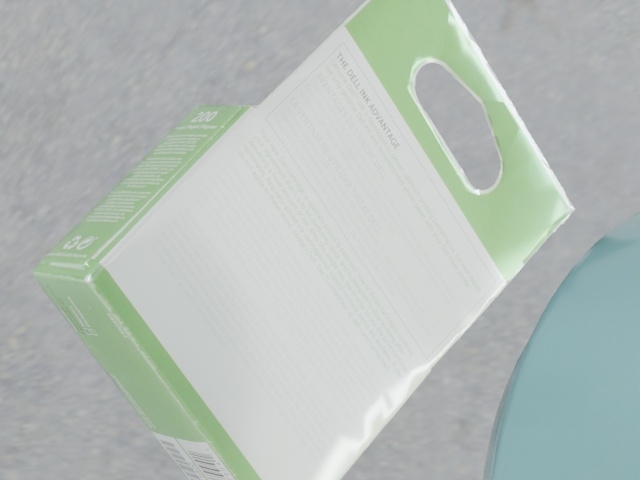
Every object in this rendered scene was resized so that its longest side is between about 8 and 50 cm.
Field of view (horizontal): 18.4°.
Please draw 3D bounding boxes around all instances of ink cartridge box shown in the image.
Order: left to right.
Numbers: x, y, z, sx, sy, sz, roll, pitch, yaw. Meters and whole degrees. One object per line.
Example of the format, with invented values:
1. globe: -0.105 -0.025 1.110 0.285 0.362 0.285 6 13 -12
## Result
1. ink cartridge box: 0.000 0.000 0.933 0.235 0.056 0.171 -48 119 -26

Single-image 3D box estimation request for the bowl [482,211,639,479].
1. bowl: 0.172 0.098 0.698 0.311 0.163 0.312 -4 96 -47
